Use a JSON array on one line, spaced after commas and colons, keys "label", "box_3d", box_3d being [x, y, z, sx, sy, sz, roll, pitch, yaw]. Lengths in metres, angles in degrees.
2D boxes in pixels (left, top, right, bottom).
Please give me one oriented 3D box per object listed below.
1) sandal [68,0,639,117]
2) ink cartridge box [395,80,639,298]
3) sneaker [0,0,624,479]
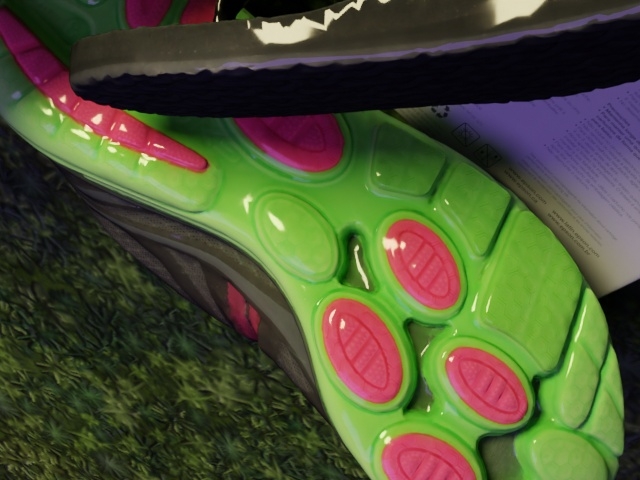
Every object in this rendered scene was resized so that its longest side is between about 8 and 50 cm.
[{"label": "sandal", "box_3d": [0.087, -0.128, 0.600, 0.445, 0.167, 0.107, -7, 83, 23]}, {"label": "ink cartridge box", "box_3d": [0.163, -0.087, 0.719, 0.223, 0.045, 0.224, 43, 138, -13]}, {"label": "sneaker", "box_3d": [0.000, 0.000, 0.815, 0.483, 0.185, 0.202, 45, 175, 4]}]
